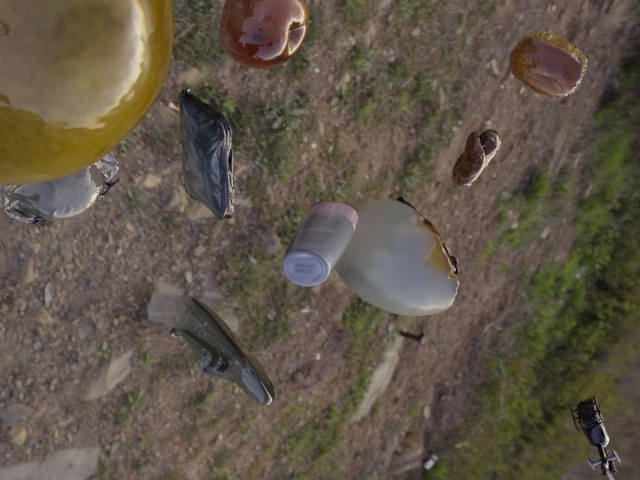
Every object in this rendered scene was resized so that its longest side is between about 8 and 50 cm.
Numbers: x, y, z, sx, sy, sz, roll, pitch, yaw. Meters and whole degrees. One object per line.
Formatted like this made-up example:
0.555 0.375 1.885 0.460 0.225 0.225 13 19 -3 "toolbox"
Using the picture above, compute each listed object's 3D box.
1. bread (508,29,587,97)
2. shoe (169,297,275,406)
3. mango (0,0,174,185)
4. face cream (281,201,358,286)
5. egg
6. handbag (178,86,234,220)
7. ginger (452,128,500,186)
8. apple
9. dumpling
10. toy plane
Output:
0.576 -0.447 1.694 0.114 0.190 0.132 -51 167 -52 "bread"
-0.196 0.236 1.341 0.098 0.275 0.103 -46 154 -1 "shoe"
-0.252 -0.198 0.479 0.220 0.444 0.302 -16 125 -47 "mango"
0.000 0.000 0.986 0.198 0.084 0.057 -58 150 -63 "face cream"
0.142 0.060 1.402 0.174 0.286 0.264 -32 153 -27 "egg"
-0.294 -0.213 1.706 0.074 0.191 0.332 -29 141 -33 "handbag"
0.371 -0.208 1.589 0.162 0.073 0.103 -52 168 -10 "ginger"
-0.153 -0.595 1.851 0.253 0.253 0.254 -16 121 -28 "apple"
-0.641 -0.156 1.624 0.292 0.163 0.205 -29 130 -10 "dumpling"
0.503 0.354 1.212 0.053 0.197 0.078 -28 116 22 "toy plane"
